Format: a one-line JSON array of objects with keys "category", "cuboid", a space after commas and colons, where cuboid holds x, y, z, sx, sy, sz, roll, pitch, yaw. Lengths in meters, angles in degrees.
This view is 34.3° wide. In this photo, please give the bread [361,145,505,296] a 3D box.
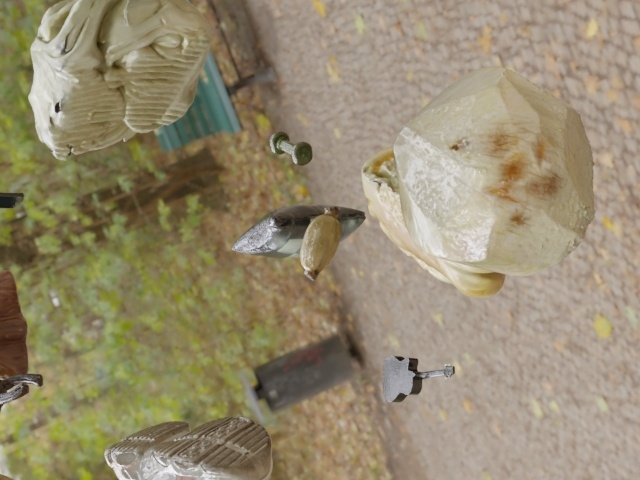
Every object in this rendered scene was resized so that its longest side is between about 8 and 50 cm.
[{"category": "bread", "cuboid": [0.265, -0.048, 2.358, 0.424, 0.329, 0.245, 41, 120, 34]}]

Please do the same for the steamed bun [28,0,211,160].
[{"category": "steamed bun", "cuboid": [-0.402, -0.347, 1.915, 0.237, 0.394, 0.346, 59, -168, 27]}]

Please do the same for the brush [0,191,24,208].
[{"category": "brush", "cuboid": [-0.517, -0.061, 1.461, 0.063, 0.193, 0.016, -30, 65, 53]}]

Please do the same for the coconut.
[{"category": "coconut", "cuboid": [0.319, -0.128, 1.978, 0.344, 0.415, 0.415, -44, 66, 44]}]

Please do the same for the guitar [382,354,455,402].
[{"category": "guitar", "cuboid": [0.179, 0.247, 1.894, 0.233, 0.025, 0.088, 156, 118, -62]}]

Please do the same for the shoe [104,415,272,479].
[{"category": "shoe", "cuboid": [-0.197, 0.406, 1.710, 0.351, 0.172, 0.198, -8, 100, 48]}]

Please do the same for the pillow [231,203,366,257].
[{"category": "pillow", "cuboid": [-0.049, -0.020, 2.233, 0.186, 0.250, 0.106, -32, 67, 48]}]

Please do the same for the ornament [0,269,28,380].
[{"category": "ornament", "cuboid": [-0.627, 0.163, 1.709, 0.221, 0.235, 0.217, 51, -154, 21]}]

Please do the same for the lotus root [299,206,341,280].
[{"category": "lotus root", "cuboid": [0.000, 0.000, 1.930, 0.062, 0.150, 0.073, 13, 167, 38]}]

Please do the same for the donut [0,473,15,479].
[{"category": "donut", "cuboid": [-0.533, 0.566, 1.583, 0.449, 0.198, 0.449, -10, -90, -85]}]

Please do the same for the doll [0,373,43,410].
[{"category": "doll", "cuboid": [-0.409, 0.169, 1.176, 0.139, 0.165, 0.057, 50, -162, -28]}]

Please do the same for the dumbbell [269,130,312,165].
[{"category": "dumbbell", "cuboid": [-0.062, -0.194, 2.180, 0.118, 0.046, 0.052, 30, 136, 53]}]
